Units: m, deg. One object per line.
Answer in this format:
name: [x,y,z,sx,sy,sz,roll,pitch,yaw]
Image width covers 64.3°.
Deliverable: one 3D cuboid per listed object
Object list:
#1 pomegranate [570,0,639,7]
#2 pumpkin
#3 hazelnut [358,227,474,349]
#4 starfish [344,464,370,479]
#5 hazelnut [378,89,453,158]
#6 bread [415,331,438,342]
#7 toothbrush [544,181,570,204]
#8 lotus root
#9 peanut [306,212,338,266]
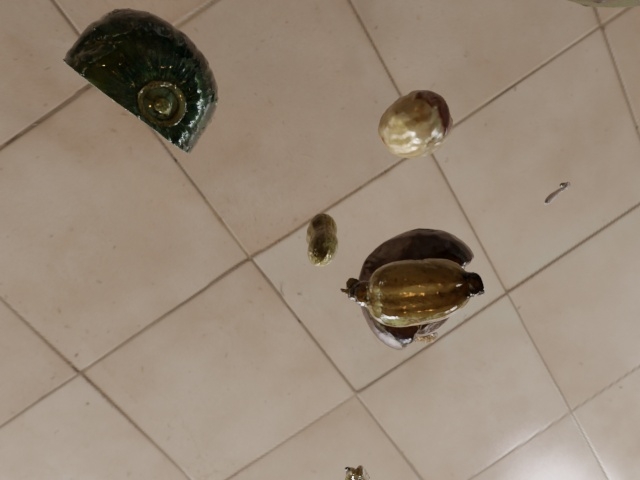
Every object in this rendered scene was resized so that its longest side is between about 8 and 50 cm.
pomegranate: [0.206,-0.286,0.391,0.242,0.306,0.242,0,88,-16]
pumpkin: [-0.343,-0.345,1.056,0.293,0.263,0.197,39,87,-31]
hazelnut: [0.154,0.069,0.814,0.202,0.170,0.160,-30,116,1]
starfish: [0.005,0.512,0.855,0.324,0.082,0.432,-33,146,-12]
hazelnut: [0.315,-0.398,1.713,0.261,0.261,0.241,-23,72,-3]
bread: [0.243,0.252,1.460,0.193,0.193,0.064,26,78,-18]
toothbrush: [0.789,-0.160,1.706,0.307,0.030,0.025,-25,110,-49]
lotus root: [0.096,0.055,0.547,0.152,0.063,0.072,-2,111,9]
peanut: [0.000,0.000,1.812,0.111,0.274,0.125,39,114,-19]
